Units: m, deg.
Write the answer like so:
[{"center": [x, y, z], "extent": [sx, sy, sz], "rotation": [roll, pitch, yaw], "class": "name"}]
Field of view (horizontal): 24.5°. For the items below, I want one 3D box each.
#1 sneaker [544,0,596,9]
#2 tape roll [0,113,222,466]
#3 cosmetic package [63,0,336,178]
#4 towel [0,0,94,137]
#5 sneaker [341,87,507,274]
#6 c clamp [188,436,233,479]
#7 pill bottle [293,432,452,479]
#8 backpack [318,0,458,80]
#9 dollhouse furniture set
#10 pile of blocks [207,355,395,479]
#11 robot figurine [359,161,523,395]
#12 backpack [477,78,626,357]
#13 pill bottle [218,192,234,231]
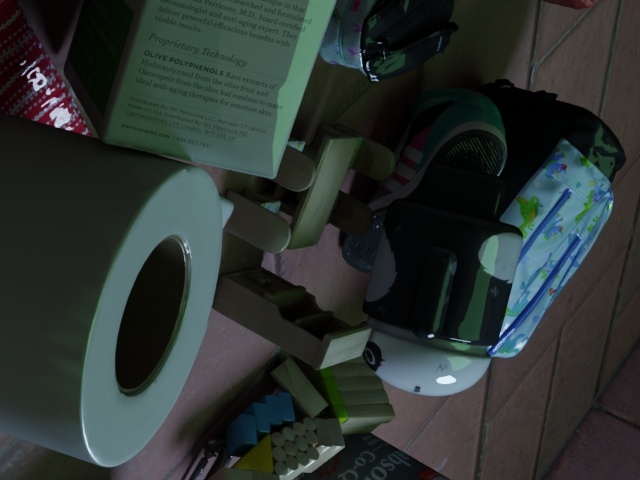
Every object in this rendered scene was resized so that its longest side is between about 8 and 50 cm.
[{"center": [0.341, -0.440, 1.952], "extent": [0.116, 0.136, 0.314], "rotation": [-47, 152, -33], "class": "sneaker"}, {"center": [-0.202, 0.037, 1.161], "extent": [0.246, 0.169, 0.246], "rotation": [16, 90, -76], "class": "tape roll"}, {"center": [-0.068, -0.258, 1.159], "extent": [0.155, 0.197, 0.365], "rotation": [11, 107, -23], "class": "cosmetic package"}, {"center": [-0.274, -0.066, 1.214], "extent": [0.199, 0.031, 0.275], "rotation": [-54, 156, -17], "class": "towel"}, {"center": [0.137, -0.095, 1.943], "extent": [0.295, 0.124, 0.178], "rotation": [-44, -159, 35], "class": "sneaker"}, {"center": [-0.160, 0.317, 1.892], "extent": [0.160, 0.022, 0.137], "rotation": [-58, 158, -11], "class": "c clamp"}, {"center": [0.091, 0.402, 2.075], "extent": [0.210, 0.363, 0.210], "rotation": [-47, 153, -33], "class": "pill bottle"}, {"center": [0.066, -0.254, 1.612], "extent": [0.182, 0.115, 0.152], "rotation": [-44, 140, -34], "class": "backpack"}, {"center": [0.000, 0.000, 1.694], "extent": [0.212, 0.161, 0.242], "rotation": [-10, 125, -62], "class": "dollhouse furniture set"}, {"center": [-0.053, 0.257, 1.951], "extent": [0.362, 0.149, 0.112], "rotation": [-30, 170, -48], "class": "pile of blocks"}, {"center": [0.142, 0.048, 1.783], "extent": [0.209, 0.174, 0.278], "rotation": [11, 94, -46], "class": "robot figurine"}, {"center": [0.238, -0.012, 2.049], "extent": [0.355, 0.290, 0.273], "rotation": [-46, 119, -11], "class": "backpack"}, {"center": [-0.172, 0.025, 1.428], "extent": [0.193, 0.108, 0.108], "rotation": [-63, 157, 1], "class": "pill bottle"}]
